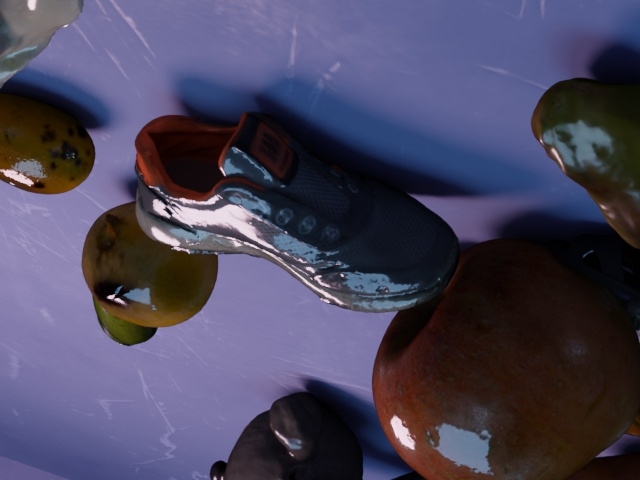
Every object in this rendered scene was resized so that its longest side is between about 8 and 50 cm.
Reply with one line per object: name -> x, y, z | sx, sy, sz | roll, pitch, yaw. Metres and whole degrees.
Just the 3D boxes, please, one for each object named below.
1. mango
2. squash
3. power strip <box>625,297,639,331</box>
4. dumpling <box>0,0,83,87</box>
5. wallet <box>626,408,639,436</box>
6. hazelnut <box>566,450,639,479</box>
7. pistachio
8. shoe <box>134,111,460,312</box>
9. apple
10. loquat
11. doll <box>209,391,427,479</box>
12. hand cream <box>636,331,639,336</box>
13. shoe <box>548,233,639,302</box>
mango -> -0.314, -0.104, 1.889 | 0.178, 0.090, 0.115 | 22, 170, 18
squash -> -0.236, 0.060, 2.256 | 0.087, 0.087, 0.331 | 20, 159, 2
power strip -> 0.326, 0.068, 1.794 | 0.055, 0.035, 0.083 | 29, 157, -24
dumpling -> -0.353, -0.215, 1.539 | 0.316, 0.233, 0.395 | -8, 151, -16
wallet -> 0.271, 0.176, 2.135 | 0.195, 0.042, 0.161 | 2, 159, 36
hazelnut -> 0.418, 0.423, 2.247 | 0.359, 0.359, 0.409 | 0, 157, 44
pistachio -> 0.237, -0.072, 1.420 | 0.110, 0.100, 0.189 | -23, 129, 32
shoe -> -0.032, -0.050, 1.721 | 0.336, 0.132, 0.171 | 16, 151, 20
apple -> 0.181, 0.129, 1.764 | 0.254, 0.253, 0.253 | 18, 161, 7
loquat -> -0.186, 0.026, 2.033 | 0.163, 0.137, 0.163 | 3, 149, 2
doll -> 0.039, 0.332, 2.609 | 0.379, 0.252, 0.382 | -12, 163, -4
hand cream -> 0.269, 0.077, 1.869 | 0.216, 0.038, 0.052 | 11, -158, 15
shoe -> 0.283, 0.022, 1.682 | 0.159, 0.053, 0.062 | 34, -159, 33
